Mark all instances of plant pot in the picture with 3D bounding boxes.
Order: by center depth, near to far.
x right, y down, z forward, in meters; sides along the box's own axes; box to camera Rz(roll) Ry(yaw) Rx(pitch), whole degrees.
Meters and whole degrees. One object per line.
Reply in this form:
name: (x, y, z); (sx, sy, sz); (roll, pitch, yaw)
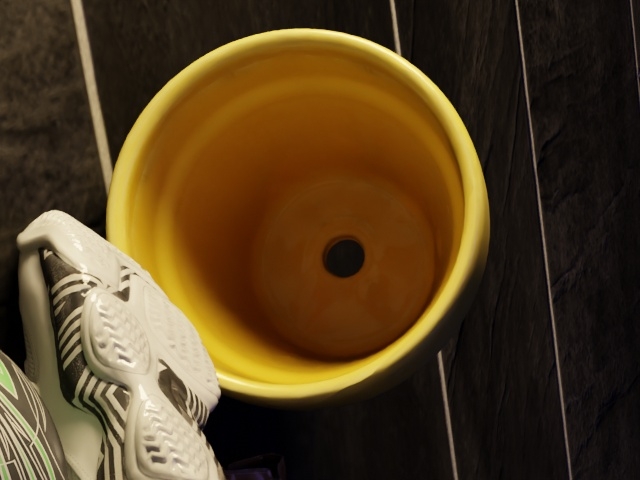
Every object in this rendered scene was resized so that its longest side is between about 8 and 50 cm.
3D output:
plant pot: (0.000, 0.000, 1.152); (0.239, 0.254, 0.254); (42, 50, -77)

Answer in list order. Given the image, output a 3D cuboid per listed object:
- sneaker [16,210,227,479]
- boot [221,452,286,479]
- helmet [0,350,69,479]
sneaker: (-0.153, 0.156, 0.923); (0.137, 0.210, 0.366); (41, 16, -52)
boot: (-0.066, 0.246, 1.179); (0.197, 0.073, 0.152); (-20, 108, -75)
helmet: (-0.207, 0.120, 0.790); (0.169, 0.161, 0.169); (4, 86, -64)
